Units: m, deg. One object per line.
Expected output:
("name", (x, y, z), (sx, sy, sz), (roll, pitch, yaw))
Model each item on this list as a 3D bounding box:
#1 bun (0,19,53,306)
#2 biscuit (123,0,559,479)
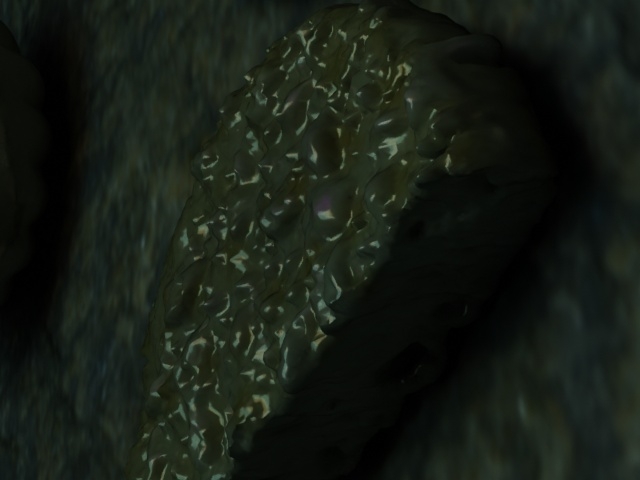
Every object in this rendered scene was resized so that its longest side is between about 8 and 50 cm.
("bun", (-0.269, -0.054, 1.272), (0.263, 0.175, 0.263), (2, 94, 25))
("biscuit", (0.000, 0.000, 0.767), (0.281, 0.084, 0.179), (-51, 36, 46))
